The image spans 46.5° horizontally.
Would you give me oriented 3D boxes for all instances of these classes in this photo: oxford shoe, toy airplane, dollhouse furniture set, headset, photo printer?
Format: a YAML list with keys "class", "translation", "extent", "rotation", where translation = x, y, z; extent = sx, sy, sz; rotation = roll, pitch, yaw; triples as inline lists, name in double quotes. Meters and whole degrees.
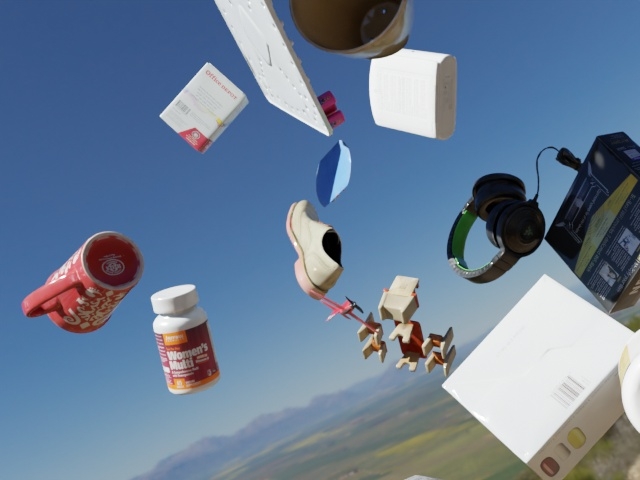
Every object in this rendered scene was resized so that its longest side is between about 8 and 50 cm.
- class: "oxford shoe"
  translation: [0.000, 0.000, 2.240]
  extent: [0.146, 0.397, 0.140]
  rotation: [-41, -51, 23]
- class: "toy airplane"
  translation: [0.041, 0.128, 1.365]
  extent: [0.028, 0.151, 0.151]
  rotation: [-60, 1, -21]
- class: "dollhouse furniture set"
  translation: [0.250, 0.245, 2.139]
  extent: [0.262, 0.259, 0.135]
  rotation: [7, 42, 28]
- class: "headset"
  translation: [0.472, -0.058, 1.790]
  extent: [0.185, 0.243, 0.394]
  rotation: [25, -61, -25]
- class: "photo printer"
  translation: [0.275, -0.460, 2.305]
  extent: [0.107, 0.256, 0.307]
  rotation: [-22, 29, -36]

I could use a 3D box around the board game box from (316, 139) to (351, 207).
- class: "board game box"
  translation: [0.043, -0.163, 1.835]
  extent: [0.033, 0.133, 0.168]
  rotation: [9, -31, -29]

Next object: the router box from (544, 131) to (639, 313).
- class: "router box"
  translation: [0.629, -0.036, 1.587]
  extent: [0.081, 0.243, 0.309]
  rotation: [-12, -40, -23]

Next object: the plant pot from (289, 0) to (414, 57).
- class: "plant pot"
  translation: [0.105, -0.501, 1.627]
  extent: [0.256, 0.257, 0.274]
  rotation: [-29, -13, 20]

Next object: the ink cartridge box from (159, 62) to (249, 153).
- class: "ink cartridge box"
  translation: [-0.275, -0.316, 1.789]
  extent: [0.175, 0.127, 0.072]
  rotation: [-48, -2, 1]

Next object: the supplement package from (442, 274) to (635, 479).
- class: "supplement package"
  translation: [0.381, 0.232, 1.239]
  extent: [0.262, 0.204, 0.145]
  rotation: [-47, -46, -2]

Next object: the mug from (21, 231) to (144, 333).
- class: "mug"
  translation: [-0.343, 0.072, 1.101]
  extent: [0.169, 0.113, 0.150]
  rotation: [-35, 15, 48]

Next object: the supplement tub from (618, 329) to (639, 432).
- class: "supplement tub"
  translation: [0.477, 0.186, 0.995]
  extent: [0.144, 0.144, 0.199]
  rotation: [-29, -5, 20]

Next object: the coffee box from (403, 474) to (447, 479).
- class: "coffee box"
  translation: [0.180, 0.505, 1.304]
  extent: [0.168, 0.119, 0.297]
  rotation: [-1, -6, 31]

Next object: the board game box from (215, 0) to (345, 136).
- class: "board game box"
  translation: [-0.114, -0.426, 1.513]
  extent: [0.050, 0.390, 0.390]
  rotation: [-33, 30, -9]

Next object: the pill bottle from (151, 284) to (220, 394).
- class: "pill bottle"
  translation: [-0.302, 0.219, 1.654]
  extent: [0.121, 0.221, 0.121]
  rotation: [-11, 11, 2]
